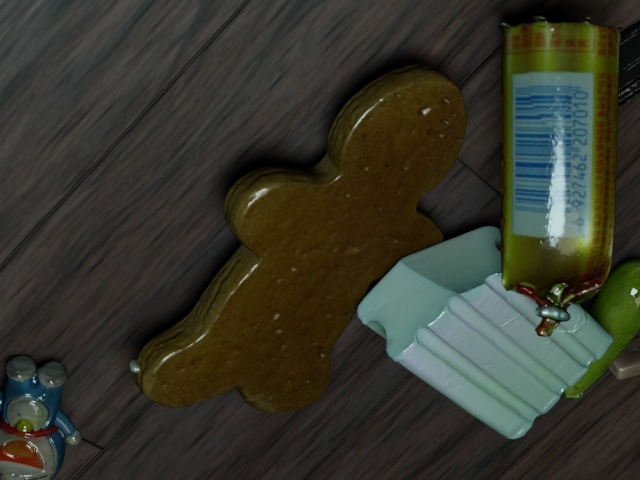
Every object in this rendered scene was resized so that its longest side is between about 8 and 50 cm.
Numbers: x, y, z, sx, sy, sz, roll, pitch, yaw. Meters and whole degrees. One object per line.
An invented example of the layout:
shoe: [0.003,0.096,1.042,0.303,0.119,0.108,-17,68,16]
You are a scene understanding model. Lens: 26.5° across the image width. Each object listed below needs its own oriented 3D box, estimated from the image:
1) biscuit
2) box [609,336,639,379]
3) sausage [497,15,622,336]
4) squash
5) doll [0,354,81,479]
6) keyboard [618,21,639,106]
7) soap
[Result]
biscuit: [-0.001,-0.001,1.395,0.283,0.064,0.432,13,117,-43]
box: [0.410,0.138,1.689,0.115,0.048,0.025,-13,132,-14]
sausage: [0.237,-0.061,1.350,0.125,0.117,0.317,-6,100,-41]
squash: [0.342,0.108,1.626,0.066,0.066,0.201,10,119,-30]
doll: [-0.302,0.195,1.392,0.114,0.085,0.152,14,109,-5]
keyboard: [0.366,-0.212,1.437,0.250,0.017,0.087,-33,131,2]
soap: [0.186,0.096,1.498,0.173,0.095,0.289,-47,138,6]
